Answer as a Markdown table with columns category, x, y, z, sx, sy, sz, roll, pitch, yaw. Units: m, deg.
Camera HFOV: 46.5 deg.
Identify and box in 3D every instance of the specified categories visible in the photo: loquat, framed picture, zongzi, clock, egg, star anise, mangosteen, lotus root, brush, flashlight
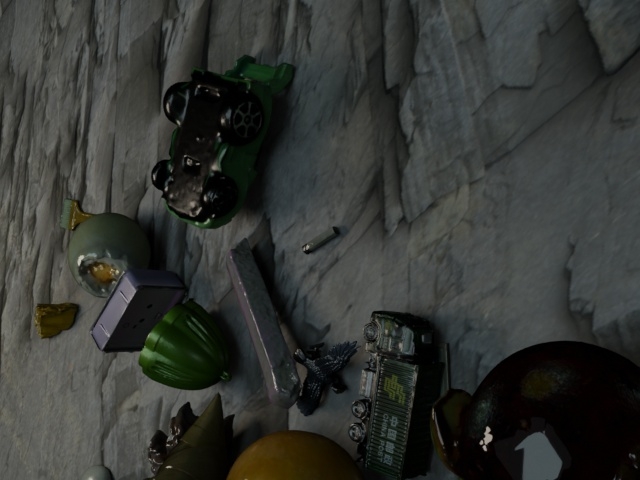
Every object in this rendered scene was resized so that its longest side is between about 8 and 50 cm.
| category | x | y | z | sx | sy | sz | roll | pitch | yaw |
| --- | --- | --- | --- | --- | --- | --- | --- | --- | --- |
| loquat | -0.040 | 0.445 | 1.245 | 0.263 | 0.263 | 0.262 | -5 | 82 | 39 |
| framed picture | 0.170 | 0.248 | 1.254 | 0.109 | 0.011 | 0.149 | -8 | 79 | 38 |
| zongzi | -0.199 | 0.477 | 1.365 | 0.145 | 0.300 | 0.273 | -2 | 128 | 26 |
| clock | -0.404 | 0.157 | 1.644 | 0.073 | 0.145 | 0.193 | 48 | 114 | 32 |
| egg | -0.478 | 0.024 | 1.700 | 0.183 | 0.183 | 0.217 | -48 | 24 | 25 |
| star anise | -0.253 | 0.490 | 1.503 | 0.332 | 0.118 | 0.331 | 0 | 89 | 36 |
| mangosteen | 0.312 | 0.275 | 0.968 | 0.311 | 0.311 | 0.311 | -5 | 82 | 39 |
| lotus root | -0.248 | 0.236 | 1.514 | 0.186 | 0.186 | 0.186 | -5 | 82 | 39 |
| brush | -0.606 | -0.058 | 1.920 | 0.218 | 0.010 | 0.082 | 10 | 91 | 38 |
| flashlight | 0.000 | 0.000 | 1.415 | 0.083 | 0.018 | 0.018 | -33 | 67 | 32 |

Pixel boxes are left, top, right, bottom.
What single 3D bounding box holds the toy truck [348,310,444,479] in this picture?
| category | x | y | z | sx | sy | sz | roll | pitch | yaw |
| --- | --- | --- | --- | --- | --- | --- | --- | --- | --- |
| toy truck | 0.124 | 0.249 | 1.229 | 0.121 | 0.088 | 0.258 | 9 | 92 | 40 |

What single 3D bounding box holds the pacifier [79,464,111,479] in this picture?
| category | x | y | z | sx | sy | sz | roll | pitch | yaw |
| --- | --- | --- | --- | --- | --- | --- | --- | --- | --- |
| pacifier | -0.556 | 0.615 | 1.723 | 0.279 | 0.227 | 0.207 | -5 | 42 | 38 |

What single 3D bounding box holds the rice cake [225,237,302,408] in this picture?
| category | x | y | z | sx | sy | sz | roll | pitch | yaw |
| --- | --- | --- | --- | --- | --- | --- | --- | --- | --- |
| rice cake | -0.116 | 0.153 | 1.433 | 0.072 | 0.056 | 0.364 | 112 | 142 | -51 |

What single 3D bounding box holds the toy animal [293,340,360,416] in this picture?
| category | x | y | z | sx | sy | sz | roll | pitch | yaw |
| --- | --- | --- | --- | --- | --- | --- | --- | --- | --- |
| toy animal | 0.002 | 0.238 | 1.358 | 0.108 | 0.062 | 0.220 | 56 | 131 | 27 |

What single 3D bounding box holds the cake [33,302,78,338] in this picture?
| category | x | y | z | sx | sy | sz | roll | pitch | yaw |
| --- | --- | --- | --- | --- | --- | --- | --- | --- | --- |
| cake | -0.715 | 0.209 | 1.917 | 0.185 | 0.116 | 0.079 | -13 | 78 | 33 |

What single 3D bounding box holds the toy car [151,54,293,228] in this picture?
| category | x | y | z | sx | sy | sz | roll | pitch | yaw |
| --- | --- | --- | --- | --- | --- | --- | --- | --- | --- |
| toy car | -0.198 | -0.206 | 1.509 | 0.214 | 0.176 | 0.358 | 20 | 101 | 39 |
